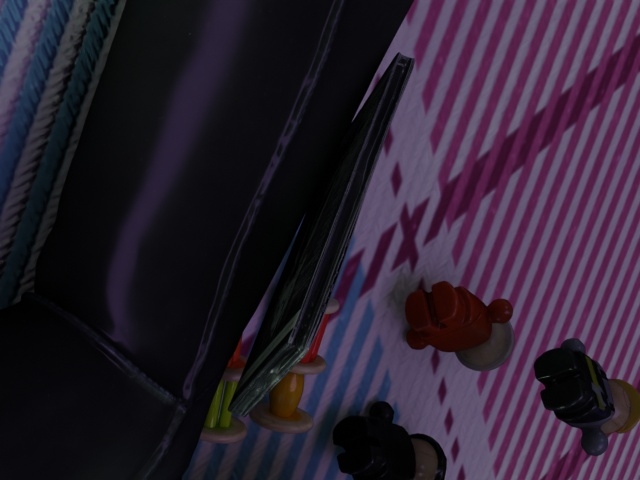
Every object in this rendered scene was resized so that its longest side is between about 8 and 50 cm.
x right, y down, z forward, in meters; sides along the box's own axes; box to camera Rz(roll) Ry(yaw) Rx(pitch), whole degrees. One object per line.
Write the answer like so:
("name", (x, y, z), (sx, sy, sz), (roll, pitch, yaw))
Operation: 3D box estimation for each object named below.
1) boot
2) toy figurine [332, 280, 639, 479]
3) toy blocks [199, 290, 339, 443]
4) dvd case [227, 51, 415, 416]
("boot", (-0.114, -0.044, 0.629), (0.445, 0.146, 0.367), (-63, 158, 3))
("toy figurine", (0.143, 0.161, 0.963), (0.148, 0.209, 0.213), (33, 84, -53))
("toy blocks", (-0.042, 0.073, 0.852), (0.123, 0.054, 0.148), (1, 105, -43))
("dvd case", (0.000, 0.000, 0.756), (0.018, 0.164, 0.221), (25, 63, -7))
